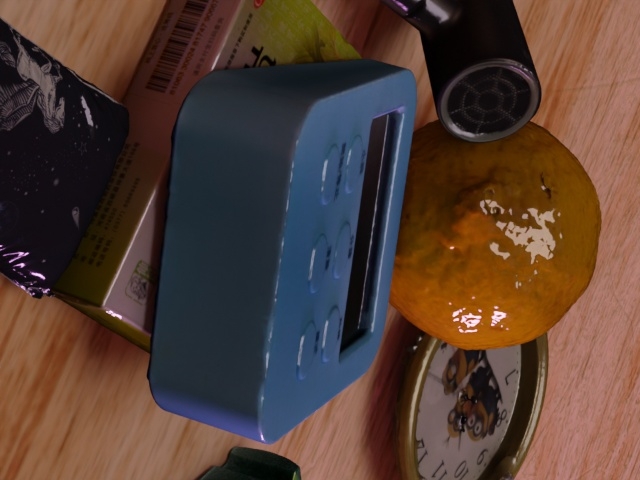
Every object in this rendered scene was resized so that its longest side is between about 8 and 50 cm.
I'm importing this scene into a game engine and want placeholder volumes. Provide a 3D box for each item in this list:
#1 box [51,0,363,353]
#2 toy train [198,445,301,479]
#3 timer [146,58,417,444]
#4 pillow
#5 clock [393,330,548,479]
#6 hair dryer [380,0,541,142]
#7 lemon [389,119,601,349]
[{"bbox_3d":[-0.069,-0.047,1.207,0.175,0.062,0.261,40,71,-55],"label":"box"},{"bbox_3d":[-0.059,0.269,1.338,0.132,0.083,0.200,-39,134,-46],"label":"toy train"},{"bbox_3d":[0.000,0.000,1.195,0.250,0.091,0.232,-17,117,-57],"label":"timer"},{"bbox_3d":[-0.192,-0.058,1.030,0.208,0.055,0.141,34,83,-55],"label":"pillow"},{"bbox_3d":[0.124,0.137,1.577,0.237,0.057,0.237,-24,120,-49],"label":"clock"},{"bbox_3d":[0.053,-0.205,1.303,0.248,0.078,0.196,35,29,-33],"label":"hair dryer"},{"bbox_3d":[0.128,-0.007,1.392,0.256,0.188,0.188,38,70,-74],"label":"lemon"}]
